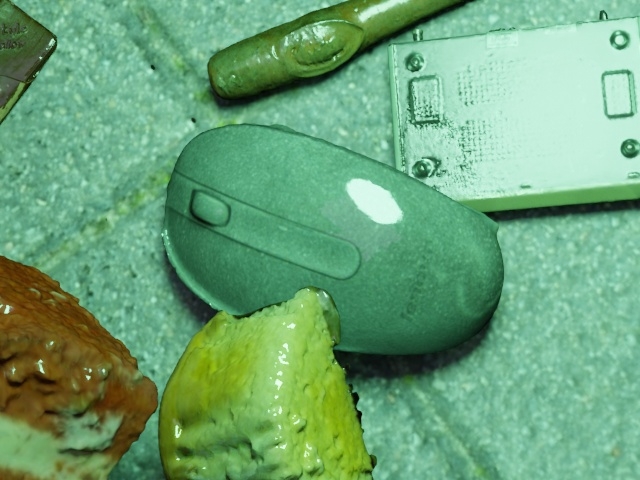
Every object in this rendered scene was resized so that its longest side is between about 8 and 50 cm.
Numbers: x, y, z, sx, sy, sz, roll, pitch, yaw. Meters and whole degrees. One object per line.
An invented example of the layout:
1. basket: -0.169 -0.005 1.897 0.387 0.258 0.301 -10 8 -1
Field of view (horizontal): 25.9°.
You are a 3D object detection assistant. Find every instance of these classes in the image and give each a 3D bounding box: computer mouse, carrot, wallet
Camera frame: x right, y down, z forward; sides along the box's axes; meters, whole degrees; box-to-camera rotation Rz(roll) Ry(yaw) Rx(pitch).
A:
1. computer mouse: -0.001 -0.001 1.397 0.373 0.114 0.203 15 102 14
2. carrot: 0.041 -0.230 1.480 0.342 0.070 0.070 -22 76 5
3. wallet: -0.378 -0.183 1.570 0.095 0.026 0.176 38 89 13

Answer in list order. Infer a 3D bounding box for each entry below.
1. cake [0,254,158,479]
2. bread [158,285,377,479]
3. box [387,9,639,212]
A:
1. cake: -0.367 0.179 1.333 0.270 0.269 0.320 34 95 45
2. bread: -0.062 0.193 1.339 0.204 0.162 0.262 -20 87 40
3. box: 0.207 -0.131 1.438 0.270 0.045 0.211 -4 80 10
